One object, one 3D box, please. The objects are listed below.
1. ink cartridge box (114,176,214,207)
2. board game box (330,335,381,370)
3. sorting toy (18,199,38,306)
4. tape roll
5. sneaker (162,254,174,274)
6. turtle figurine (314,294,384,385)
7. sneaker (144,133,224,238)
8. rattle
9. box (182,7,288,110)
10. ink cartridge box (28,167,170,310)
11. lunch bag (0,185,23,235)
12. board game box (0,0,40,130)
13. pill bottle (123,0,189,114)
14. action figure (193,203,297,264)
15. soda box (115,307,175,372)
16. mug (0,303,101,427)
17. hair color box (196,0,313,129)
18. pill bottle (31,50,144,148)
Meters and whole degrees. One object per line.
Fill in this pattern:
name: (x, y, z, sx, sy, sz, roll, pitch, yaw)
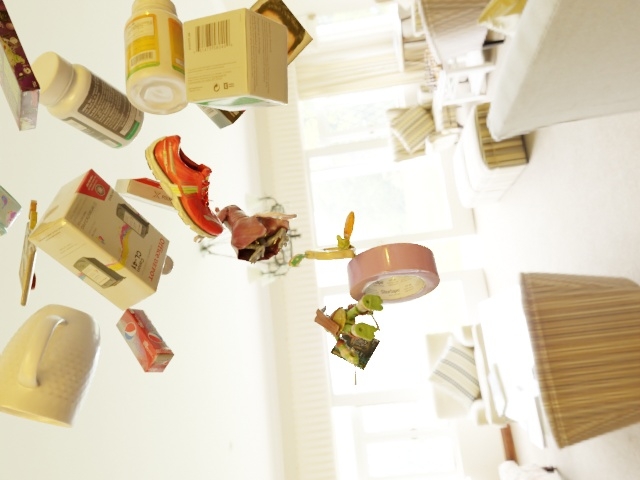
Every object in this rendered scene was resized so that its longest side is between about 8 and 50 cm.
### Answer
ink cartridge box: (-0.559, -0.155, 1.850, 0.275, 0.239, 0.060, 19, -98, -41)
board game box: (0.121, 0.357, 1.744, 0.186, 0.126, 0.026, -35, -33, -63)
sorting toy: (-0.961, 0.035, 1.723, 0.229, 0.041, 0.307, 47, 122, 48)
tape roll: (0.219, 0.108, 1.577, 0.274, 0.275, 0.090, 73, -170, -62)
sneaker: (-0.710, 0.048, 2.024, 0.268, 0.153, 0.101, 45, -116, -46)
turtle figurine: (0.134, 0.278, 1.619, 0.274, 0.198, 0.266, 52, 154, 4)
sneaker: (-0.302, -0.126, 1.241, 0.279, 0.118, 0.107, 59, -173, -23)
rattle: (0.000, 0.000, 1.486, 0.130, 0.200, 0.142, -66, -27, -65)
box: (-0.104, -0.220, 0.646, 0.087, 0.101, 0.101, -12, -77, -59)
ink cartridge box: (-0.561, -0.001, 1.359, 0.306, 0.131, 0.226, 48, -157, -34)
lunch bag: (-0.910, -0.114, 1.262, 0.224, 0.280, 0.107, 77, -155, -60)
board game box: (-0.775, -0.469, 1.262, 0.208, 0.056, 0.346, -27, 86, 51)
pill bottle: (-0.355, -0.410, 1.125, 0.136, 0.137, 0.245, 71, -172, -66)
action figure: (-0.309, -0.064, 1.985, 0.248, 0.370, 0.275, 6, -66, -47)
soda box: (-0.647, 0.365, 1.901, 0.263, 0.092, 0.083, 41, -169, 34)
mug: (-0.823, 0.359, 1.563, 0.374, 0.277, 0.327, 124, 161, -60)
hair color box: (-0.214, -0.517, 1.477, 0.185, 0.374, 0.114, 46, 161, -23)
pill bottle: (-0.822, -0.487, 1.821, 0.361, 0.204, 0.204, 32, -133, -57)
